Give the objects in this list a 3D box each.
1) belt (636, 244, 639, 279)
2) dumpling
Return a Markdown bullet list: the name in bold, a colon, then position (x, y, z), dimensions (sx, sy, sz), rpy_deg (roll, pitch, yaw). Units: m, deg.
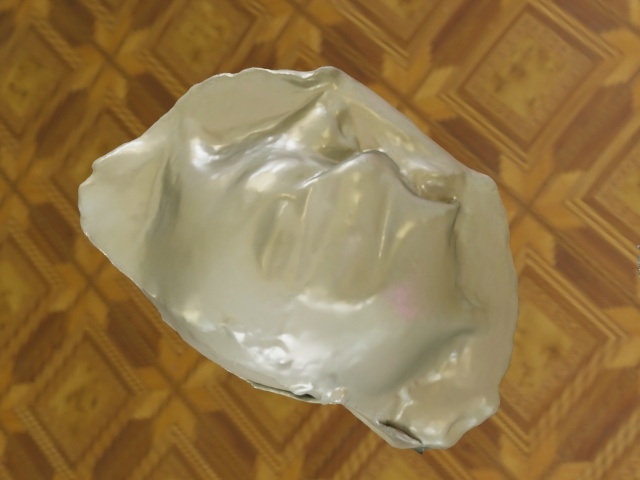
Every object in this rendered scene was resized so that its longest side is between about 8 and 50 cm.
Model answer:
- **belt**: position (0.252, 0.099, 0.844), dimensions (0.128, 0.122, 0.218), rpy_deg (-9, 102, -7)
- **dumpling**: position (0.000, 0.000, 0.632), dimensions (0.188, 0.108, 0.127), rpy_deg (28, 91, 2)
